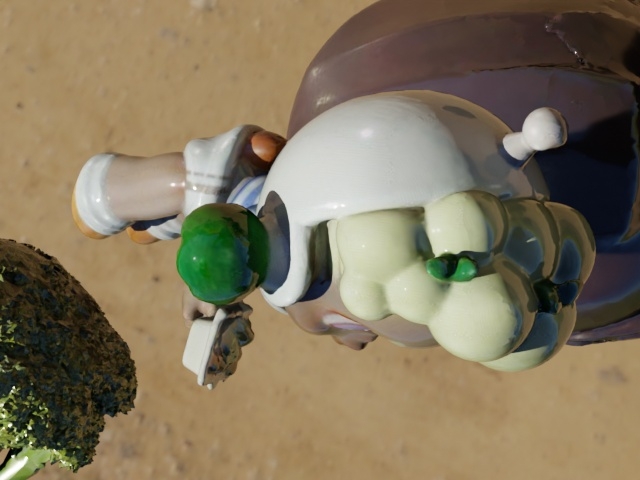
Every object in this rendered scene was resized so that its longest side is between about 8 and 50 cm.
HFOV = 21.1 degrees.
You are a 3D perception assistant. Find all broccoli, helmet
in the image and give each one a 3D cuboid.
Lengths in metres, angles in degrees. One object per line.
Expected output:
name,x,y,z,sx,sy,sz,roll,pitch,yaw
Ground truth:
broccoli,-0.142,0.058,0.719,0.130,0.131,0.120,7,109,-40
helmet,0.108,-0.051,1.000,0.305,0.177,0.225,-1,88,34

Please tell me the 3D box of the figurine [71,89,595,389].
figurine,0.000,0.001,0.576,0.197,0.093,0.147,-7,175,41
